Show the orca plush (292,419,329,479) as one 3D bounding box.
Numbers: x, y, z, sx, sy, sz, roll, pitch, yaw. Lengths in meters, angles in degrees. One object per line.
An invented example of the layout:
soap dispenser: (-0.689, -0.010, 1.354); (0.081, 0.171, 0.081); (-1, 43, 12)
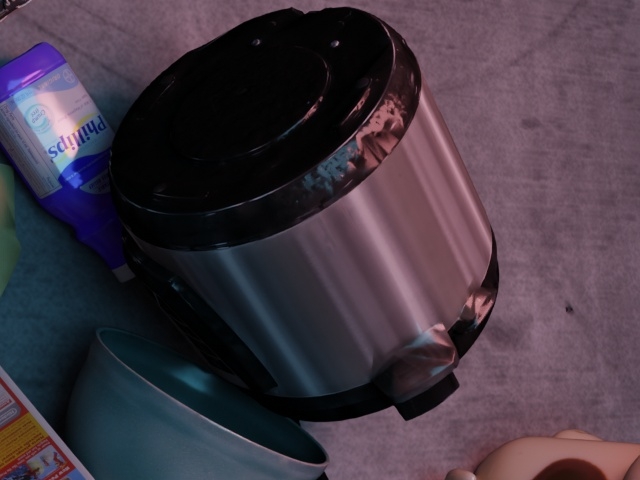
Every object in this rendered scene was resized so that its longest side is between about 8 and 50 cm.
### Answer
orca plush: (0.005, 0.324, 1.740); (0.151, 0.102, 0.287); (6, 77, -32)

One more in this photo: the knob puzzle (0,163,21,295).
knob puzzle: (-0.407, 0.001, 1.560); (0.213, 0.030, 0.213); (18, 68, -54)

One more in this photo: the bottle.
bottle: (-0.282, -0.084, 1.644); (0.118, 0.092, 0.283); (-39, 102, -35)

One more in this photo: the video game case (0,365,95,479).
video game case: (-0.358, 0.249, 1.448); (0.204, 0.025, 0.285); (-34, 61, -23)

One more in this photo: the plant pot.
plant pot: (-0.163, 0.252, 1.565); (0.293, 0.293, 0.196); (28, 93, -26)

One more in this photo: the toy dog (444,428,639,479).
toy dog: (0.401, 0.336, 1.811); (0.395, 0.408, 0.284); (36, 63, -22)

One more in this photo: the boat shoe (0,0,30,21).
boat shoe: (-0.361, -0.290, 1.667); (0.125, 0.038, 0.046); (-36, 100, -33)

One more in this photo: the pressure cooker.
pressure cooker: (0.006, -0.002, 1.606); (0.420, 0.375, 0.370); (60, 38, -38)
